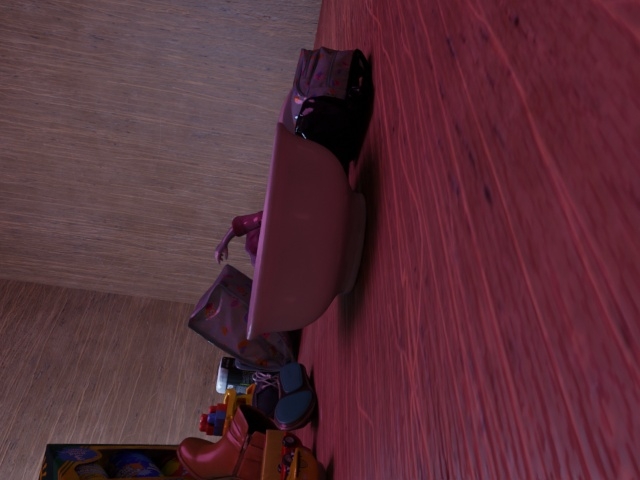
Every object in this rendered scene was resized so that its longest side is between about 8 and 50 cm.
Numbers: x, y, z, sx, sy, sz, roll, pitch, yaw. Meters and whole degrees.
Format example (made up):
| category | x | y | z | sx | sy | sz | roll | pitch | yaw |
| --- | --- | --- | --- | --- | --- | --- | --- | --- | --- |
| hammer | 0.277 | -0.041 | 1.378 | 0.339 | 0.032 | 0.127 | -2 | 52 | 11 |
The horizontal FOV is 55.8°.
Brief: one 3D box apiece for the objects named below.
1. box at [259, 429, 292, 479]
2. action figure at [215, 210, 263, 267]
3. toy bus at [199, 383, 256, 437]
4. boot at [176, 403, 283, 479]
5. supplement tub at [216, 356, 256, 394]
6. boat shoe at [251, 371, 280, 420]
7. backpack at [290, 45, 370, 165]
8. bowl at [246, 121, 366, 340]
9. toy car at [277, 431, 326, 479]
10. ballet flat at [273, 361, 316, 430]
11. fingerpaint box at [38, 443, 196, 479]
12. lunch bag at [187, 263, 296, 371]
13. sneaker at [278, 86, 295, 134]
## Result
| category | x | y | z | sx | sy | sz | roll | pitch | yaw |
| --- | --- | --- | --- | --- | --- | --- | --- | --- | --- |
| box | -0.095 | 0.507 | 1.210 | 0.087 | 0.058 | 0.232 | 106 | 170 | -54 |
| action figure | -0.086 | 0.001 | 1.459 | 0.276 | 0.248 | 0.370 | -56 | -3 | -17 |
| toy bus | -0.205 | 0.457 | 1.588 | 0.220 | 0.211 | 0.149 | -92 | 10 | -66 |
| boot | -0.210 | 0.475 | 1.406 | 0.109 | 0.283 | 0.220 | -24 | -49 | -51 |
| supplement tub | -0.236 | 0.446 | 1.963 | 0.117 | 0.190 | 0.117 | -171 | 90 | -84 |
| boat shoe | -0.119 | 0.352 | 1.503 | 0.254 | 0.095 | 0.079 | -75 | -14 | -61 |
| backpack | 0.013 | -0.225 | 0.946 | 0.152 | 0.115 | 0.182 | 103 | 175 | -57 |
| bowl | -0.017 | -0.004 | 0.829 | 0.298 | 0.134 | 0.298 | -171 | 90 | -83 |
| toy car | -0.035 | 0.393 | 0.840 | 0.239 | 0.053 | 0.225 | 120 | 157 | -76 |
| ballet flat | -0.038 | 0.281 | 1.035 | 0.213 | 0.072 | 0.068 | -103 | -5 | -75 |
| fingerpaint box | -0.439 | 0.644 | 1.509 | 0.371 | 0.444 | 0.163 | 9 | 86 | 57 |
| lunch bag | -0.172 | 0.202 | 1.482 | 0.160 | 0.262 | 0.223 | -51 | 10 | 7 |
| sneaker | -0.032 | -0.111 | 1.114 | 0.236 | 0.130 | 0.323 | 123 | 150 | -66 |
